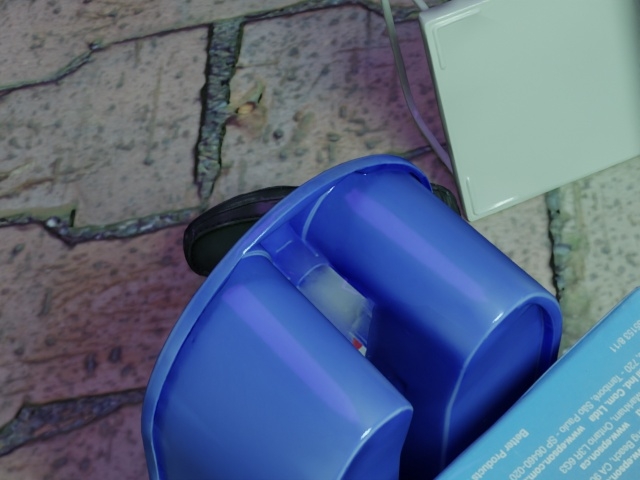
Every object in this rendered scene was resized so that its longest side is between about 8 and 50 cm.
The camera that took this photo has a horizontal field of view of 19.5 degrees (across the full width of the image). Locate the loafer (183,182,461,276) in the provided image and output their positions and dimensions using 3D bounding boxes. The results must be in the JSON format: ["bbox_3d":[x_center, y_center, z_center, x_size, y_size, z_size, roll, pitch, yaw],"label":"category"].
[{"bbox_3d":[0.000,0.000,1.460,0.223,0.076,0.078,-6,32,7],"label":"loafer"}]

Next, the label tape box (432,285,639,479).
[{"bbox_3d":[0.223,0.230,1.061,0.348,0.115,0.249,44,63,14],"label":"label tape box"}]

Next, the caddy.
[{"bbox_3d":[0.008,0.099,1.156,0.179,0.341,0.241,38,61,25],"label":"caddy"}]

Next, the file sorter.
[{"bbox_3d":[0.200,-0.181,1.519,0.278,0.193,0.173,-22,37,-7],"label":"file sorter"}]
